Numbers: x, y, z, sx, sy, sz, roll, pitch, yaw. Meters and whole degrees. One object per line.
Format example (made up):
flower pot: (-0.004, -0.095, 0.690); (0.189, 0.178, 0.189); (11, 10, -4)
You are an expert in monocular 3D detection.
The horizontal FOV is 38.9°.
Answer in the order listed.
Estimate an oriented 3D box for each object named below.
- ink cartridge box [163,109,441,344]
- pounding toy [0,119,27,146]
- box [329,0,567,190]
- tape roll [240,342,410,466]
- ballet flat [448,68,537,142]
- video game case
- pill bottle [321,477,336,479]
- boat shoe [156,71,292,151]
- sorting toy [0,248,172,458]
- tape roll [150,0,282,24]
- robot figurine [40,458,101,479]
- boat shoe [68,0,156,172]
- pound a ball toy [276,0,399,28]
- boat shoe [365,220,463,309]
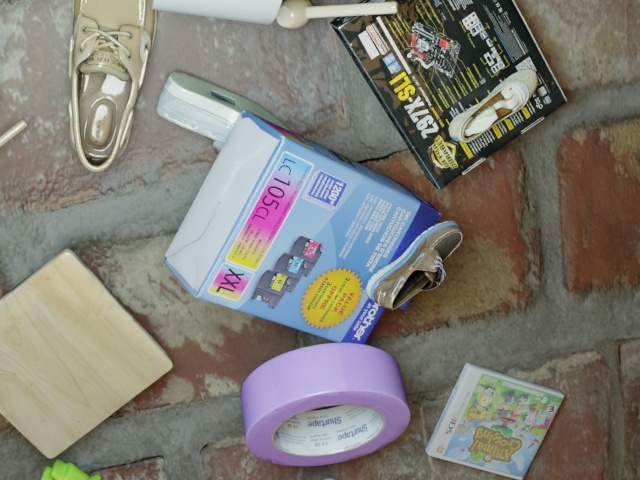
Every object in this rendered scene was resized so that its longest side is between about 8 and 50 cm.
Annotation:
ink cartridge box: (0.000, 0.000, 1.416); (0.395, 0.151, 0.270); (21, 103, -39)
pounding toy: (-0.525, -0.190, 1.309); (0.181, 0.094, 0.206); (0, 110, -32)
box: (0.208, -0.282, 1.441); (0.257, 0.079, 0.322); (-35, 112, 3)
tape roll: (0.007, 0.278, 1.507); (0.275, 0.090, 0.275); (-7, 143, -6)
ballet flat: (0.278, -0.204, 1.414); (0.168, 0.052, 0.057); (-37, 112, 2)
video game case: (0.328, 0.344, 1.705); (0.212, 0.023, 0.193); (19, 104, -17)
pill bottle: (-0.092, 0.589, 1.598); (0.363, 0.210, 0.210); (-26, 112, -3)
boat shoe: (-0.147, -0.180, 1.408); (0.227, 0.079, 0.081); (24, 121, -20)
sorting toy: (-0.417, 0.172, 1.453); (0.255, 0.089, 0.257); (-37, 111, 2)
tape roll: (-0.135, -0.425, 1.229); (0.169, 0.246, 0.246); (5, 107, -14)
robot figurine: (-0.423, 0.427, 1.549); (0.101, 0.067, 0.115); (-36, 113, 12)
boat shoe: (-0.303, -0.269, 1.318); (0.122, 0.110, 0.341); (3, 108, -13)
pound a ball toy: (0.092, -0.427, 1.316); (0.319, 0.136, 0.208); (0, 111, 15)
boat shoe: (0.159, 0.045, 1.400); (0.183, 0.066, 0.066); (-40, 136, -9)
